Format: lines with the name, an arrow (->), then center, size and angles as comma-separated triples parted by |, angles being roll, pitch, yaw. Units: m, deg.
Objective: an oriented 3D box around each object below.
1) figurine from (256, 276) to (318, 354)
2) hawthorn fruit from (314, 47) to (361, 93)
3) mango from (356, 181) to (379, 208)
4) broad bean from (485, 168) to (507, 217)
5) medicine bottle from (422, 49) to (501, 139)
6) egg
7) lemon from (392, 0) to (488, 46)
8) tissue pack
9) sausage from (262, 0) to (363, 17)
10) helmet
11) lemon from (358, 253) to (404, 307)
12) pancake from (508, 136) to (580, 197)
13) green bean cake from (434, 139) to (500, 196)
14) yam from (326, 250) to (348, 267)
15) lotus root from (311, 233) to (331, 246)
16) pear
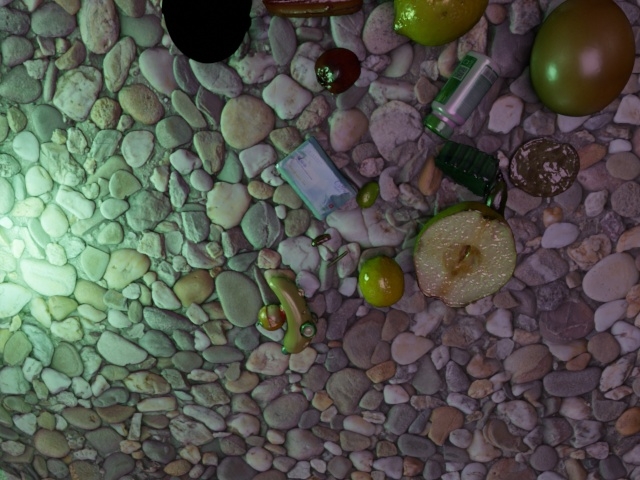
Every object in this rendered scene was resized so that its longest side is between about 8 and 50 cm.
figurine -> -0.139, 0.298, 1.742 | 0.222, 0.124, 0.325 | -19, 102, 11
hawthorn fruit -> 0.066, -0.571, 1.465 | 0.172, 0.148, 0.148 | -36, 104, -16
mango -> 0.176, -0.168, 1.618 | 0.073, 0.056, 0.108 | 37, 93, -13
broad bean -> 0.641, -0.090, 1.617 | 0.077, 0.061, 0.339 | -3, 107, -9
medicine bottle -> 0.464, -0.477, 1.469 | 0.133, 0.133, 0.274 | 32, 104, -7
egg -> 0.796, -0.560, 1.352 | 0.282, 0.282, 0.351 | -7, 104, 5
lemon -> 0.358, -0.727, 1.332 | 0.310, 0.258, 0.258 | -27, 104, 8
tissue pack -> -0.016, -0.221, 1.590 | 0.177, 0.089, 0.263 | -37, 103, 10
sausage -> -0.022, -0.770, 1.418 | 0.330, 0.102, 0.102 | -1, 107, 2
helmet -> -0.347, -0.742, 1.388 | 0.270, 0.197, 0.338 | 4, 113, -7
lemon -> 0.231, 0.155, 1.654 | 0.180, 0.181, 0.193 | -25, 127, 9
pancake -> 0.795, -0.260, 1.570 | 0.236, 0.042, 0.223 | -5, 111, 7
green bean cake -> 0.509, -0.253, 1.540 | 0.208, 0.193, 0.107 | 27, 88, 18
yam -> 0.065, 0.075, 1.716 | 0.107, 0.014, 0.014 | -38, 102, 12
lotus root -> -0.001, -0.002, 1.683 | 0.083, 0.037, 0.030 | -27, 100, 10
pear -> 0.511, 0.034, 1.587 | 0.340, 0.191, 0.387 | 27, 120, 2
